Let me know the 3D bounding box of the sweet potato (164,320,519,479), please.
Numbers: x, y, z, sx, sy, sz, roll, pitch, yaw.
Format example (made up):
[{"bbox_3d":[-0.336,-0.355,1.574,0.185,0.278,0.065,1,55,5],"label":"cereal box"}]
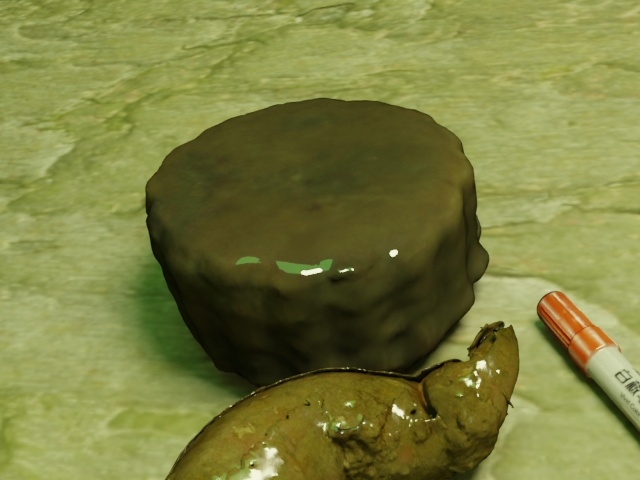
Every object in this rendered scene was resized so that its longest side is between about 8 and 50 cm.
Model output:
[{"bbox_3d":[-0.011,0.139,0.764,0.310,0.098,0.124,-37,52,-22],"label":"sweet potato"}]

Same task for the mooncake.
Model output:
[{"bbox_3d":[0.000,0.000,0.908,0.228,0.124,0.228,-7,34,5],"label":"mooncake"}]

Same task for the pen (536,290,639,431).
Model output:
[{"bbox_3d":[0.200,0.106,0.795,0.028,0.028,0.239,-23,41,-12],"label":"pen"}]
